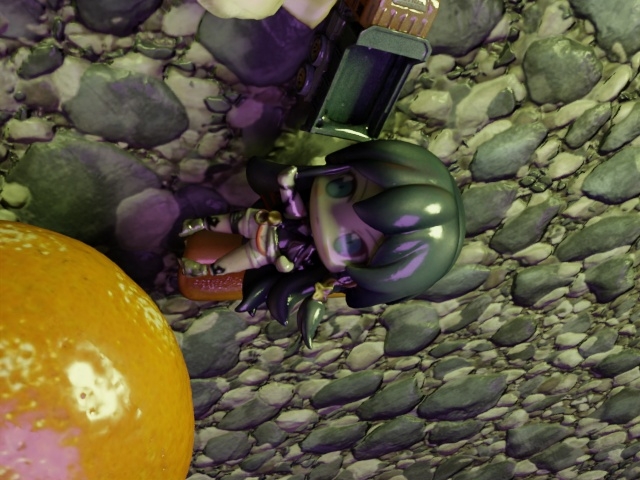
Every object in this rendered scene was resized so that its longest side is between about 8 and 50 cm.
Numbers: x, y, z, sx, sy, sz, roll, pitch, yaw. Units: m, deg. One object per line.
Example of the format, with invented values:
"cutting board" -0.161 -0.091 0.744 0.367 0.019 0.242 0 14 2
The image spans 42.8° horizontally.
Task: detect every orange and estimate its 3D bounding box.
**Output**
"orange" -0.334 0.172 0.825 0.424 0.326 0.423 0 121 0

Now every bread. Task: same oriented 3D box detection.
"bread" -0.050 0.022 0.959 0.239 0.074 0.092 0 132 -19

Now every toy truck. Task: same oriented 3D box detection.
"toy truck" 0.045 -0.182 0.790 0.083 0.092 0.192 8 128 -25

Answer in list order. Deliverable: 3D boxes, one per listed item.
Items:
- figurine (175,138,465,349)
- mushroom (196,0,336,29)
"figurine" 0.012 -0.011 0.820 0.265 0.197 0.175 1 108 26
"mushroom" -0.039 -0.272 0.623 0.173 0.162 0.236 -39 136 26
